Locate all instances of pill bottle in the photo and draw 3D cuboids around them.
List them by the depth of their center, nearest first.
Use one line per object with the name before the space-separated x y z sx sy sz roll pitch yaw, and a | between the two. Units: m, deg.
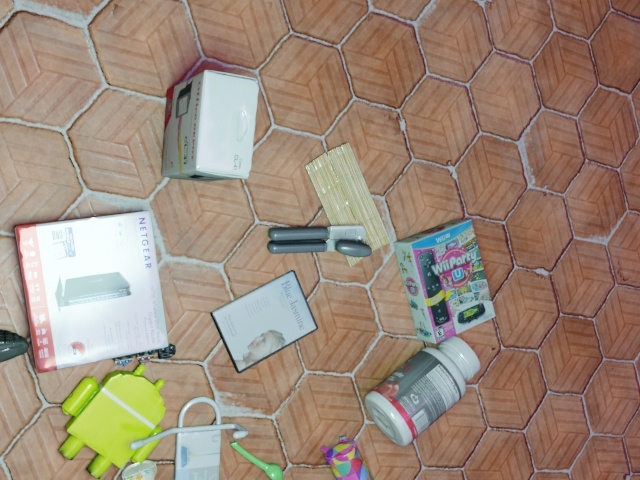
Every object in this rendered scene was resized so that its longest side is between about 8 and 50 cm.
pill bottle | 0.294 0.413 2.055 0.318 0.176 0.176 -35 106 -20

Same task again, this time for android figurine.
android figurine | -0.489 0.426 1.755 0.248 0.056 0.273 42 76 -20

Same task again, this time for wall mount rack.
wall mount rack | -0.332 0.571 1.789 0.304 0.130 0.350 2 91 -28

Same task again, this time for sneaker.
sneaker | -0.783 0.276 1.595 0.286 0.109 0.130 -12 104 -15

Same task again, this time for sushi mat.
sushi mat | 0.078 -0.100 2.017 0.151 0.019 0.316 -29 103 -20

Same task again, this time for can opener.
can opener | 0.000 0.000 1.938 0.280 0.093 0.074 0 109 -17

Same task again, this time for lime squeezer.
lime squeezer | -0.142 0.662 1.929 0.110 0.059 0.310 -18 101 -24

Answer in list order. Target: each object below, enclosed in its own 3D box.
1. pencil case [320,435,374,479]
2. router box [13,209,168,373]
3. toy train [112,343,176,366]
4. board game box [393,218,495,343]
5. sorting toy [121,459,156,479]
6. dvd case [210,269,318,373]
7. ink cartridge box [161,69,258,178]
pencil case | 0.093 0.660 2.019 0.104 0.104 0.236 -29 102 -21
router box | -0.531 0.109 1.706 0.301 0.082 0.335 -10 96 -24
toy train | -0.432 0.282 1.792 0.158 0.027 0.036 -5 105 -25
board game box | 0.360 0.115 2.119 0.224 0.097 0.303 -20 100 -23
sorting toy | -0.443 0.586 1.794 0.083 0.045 0.075 -16 106 -24
dvd case | -0.143 0.213 1.926 0.253 0.022 0.180 -27 103 -22
ink cartridge box | -0.264 -0.255 1.691 0.131 0.306 0.226 5 90 -25
